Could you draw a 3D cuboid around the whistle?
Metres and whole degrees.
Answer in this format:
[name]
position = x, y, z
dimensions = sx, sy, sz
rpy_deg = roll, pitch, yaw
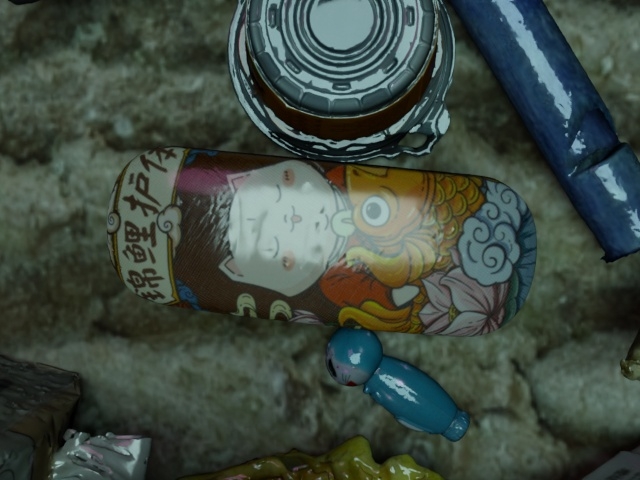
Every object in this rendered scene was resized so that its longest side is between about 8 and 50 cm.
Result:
[whistle]
position = 0.164, -0.127, 0.595
dimensions = 0.062, 0.062, 0.304
rpy_deg = -31, 92, 3

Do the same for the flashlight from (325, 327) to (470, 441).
[flashlight]
position = 0.062, 0.112, 0.618
dimensions = 0.129, 0.051, 0.051
rpy_deg = 32, 94, -4

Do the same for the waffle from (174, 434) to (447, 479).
[waffle]
position = -0.010, 0.269, 0.596
dimensions = 0.280, 0.060, 0.262
rpy_deg = 31, 85, 15

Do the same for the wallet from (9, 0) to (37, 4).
[wallet]
position = -0.091, -0.282, 0.585
dimensions = 0.321, 0.044, 0.170
rpy_deg = -16, 72, 3

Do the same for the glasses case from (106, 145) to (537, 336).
[glasses case]
position = 0.000, 0.000, 0.594
dimensions = 0.321, 0.082, 0.122
rpy_deg = 6, 100, 1

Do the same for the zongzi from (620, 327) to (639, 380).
[zongzi]
position = 0.282, 0.010, 0.551
dimensions = 0.197, 0.099, 0.194
rpy_deg = 2, 92, -32

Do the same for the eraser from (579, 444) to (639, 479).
[eraser]
position = 0.207, 0.244, 0.547
dimensions = 0.287, 0.086, 0.130
rpy_deg = -21, 95, -26

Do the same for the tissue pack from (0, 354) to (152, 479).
[tissue pack]
position = -0.258, 0.252, 0.551
dimensions = 0.238, 0.238, 0.305
rpy_deg = 16, 93, 0

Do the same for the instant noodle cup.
[instant noodle cup]
position = 0.014, -0.146, 0.564
dimensions = 0.208, 0.125, 0.177
rpy_deg = 31, 94, 0
